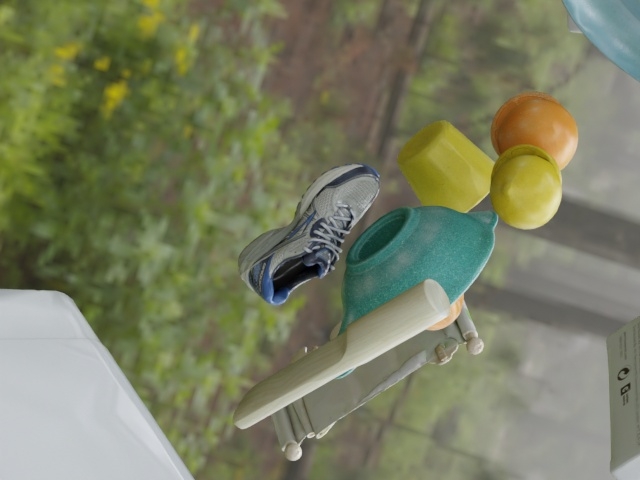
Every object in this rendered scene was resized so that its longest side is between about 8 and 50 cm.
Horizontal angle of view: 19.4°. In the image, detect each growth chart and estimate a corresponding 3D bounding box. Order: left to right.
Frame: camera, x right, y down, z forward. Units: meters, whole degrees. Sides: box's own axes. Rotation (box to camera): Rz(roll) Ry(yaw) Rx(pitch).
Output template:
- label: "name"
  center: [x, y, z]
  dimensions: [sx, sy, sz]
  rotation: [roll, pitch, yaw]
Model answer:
- label: "growth chart"
  center: [0.044, 0.113, 1.770]
  dimensions: [0.237, 0.021, 0.172]
  rotation: [-33, -155, 15]

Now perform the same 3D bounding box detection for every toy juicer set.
- label: "toy juicer set"
  center: [0.093, 0.019, 1.358]
  dimensions: [0.209, 0.089, 0.329]
  rotation: [-22, -154, 47]

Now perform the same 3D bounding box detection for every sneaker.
- label: "sneaker"
  center: [0.000, 0.000, 1.430]
  dimensions: [0.135, 0.052, 0.058]
  rotation: [-45, -143, 9]

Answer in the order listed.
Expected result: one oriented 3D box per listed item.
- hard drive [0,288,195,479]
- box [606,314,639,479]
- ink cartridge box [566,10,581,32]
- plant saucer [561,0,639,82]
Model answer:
- label: "hard drive"
  center: [-0.090, 0.143, 0.682]
  dimensions: [0.040, 0.307, 0.203]
  rotation: [-48, 154, 23]
- label: "box"
  center: [0.348, 0.129, 1.588]
  dimensions: [0.182, 0.119, 0.181]
  rotation: [-37, -156, 29]
- label: "ink cartridge box"
  center: [0.391, -0.394, 1.827]
  dimensions: [0.166, 0.285, 0.395]
  rotation: [-25, 118, -42]
- label: "plant saucer"
  center: [0.338, -0.189, 1.468]
  dimensions: [0.317, 0.317, 0.044]
  rotation: [106, 10, -67]
